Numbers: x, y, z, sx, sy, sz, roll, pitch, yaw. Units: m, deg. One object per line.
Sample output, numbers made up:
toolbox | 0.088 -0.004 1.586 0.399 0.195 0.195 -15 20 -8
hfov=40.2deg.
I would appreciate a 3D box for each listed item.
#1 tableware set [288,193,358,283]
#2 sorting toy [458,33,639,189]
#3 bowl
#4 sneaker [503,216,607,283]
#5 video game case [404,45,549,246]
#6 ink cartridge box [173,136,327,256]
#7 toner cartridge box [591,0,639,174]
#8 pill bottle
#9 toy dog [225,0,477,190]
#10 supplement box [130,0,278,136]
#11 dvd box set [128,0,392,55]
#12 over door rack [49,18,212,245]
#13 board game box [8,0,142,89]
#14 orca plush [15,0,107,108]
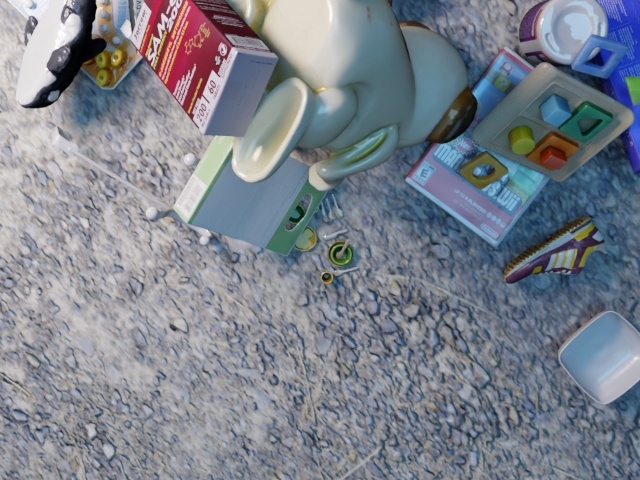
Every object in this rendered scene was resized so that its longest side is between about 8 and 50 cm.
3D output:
tableware set | 0.000 0.000 1.540 0.104 0.024 0.154 -17 100 3
sorting toy | 0.368 -0.172 1.385 0.196 0.047 0.348 22 135 -24
bowl | 0.507 0.204 1.564 0.142 0.053 0.142 -43 97 7
sneaker | 0.410 0.038 1.526 0.185 0.069 0.084 -33 93 6
video game case | 0.310 -0.159 1.513 0.204 0.025 0.285 36 98 -6
ink cartridge box | -0.106 -0.080 1.453 0.235 0.056 0.171 20 106 -48
toner cartridge box | 0.536 -0.298 1.421 0.165 0.075 0.348 -19 86 6
pill bottle | 0.378 -0.332 1.397 0.108 0.193 0.108 0 100 -1
toy dog | 0.057 -0.263 1.334 0.395 0.408 0.284 -53 56 23
supplement box | -0.166 -0.263 1.199 0.073 0.239 0.130 -3 132 -41
dvd box set | -0.080 -0.436 1.300 0.420 0.062 0.308 -10 141 -16
over door rack | -0.252 -0.166 1.444 0.324 0.108 0.239 35 97 -17
board game box | -0.368 -0.517 1.434 0.390 0.050 0.390 43 97 -7
orca plush | -0.398 -0.342 1.415 0.102 0.151 0.287 12 91 -47
